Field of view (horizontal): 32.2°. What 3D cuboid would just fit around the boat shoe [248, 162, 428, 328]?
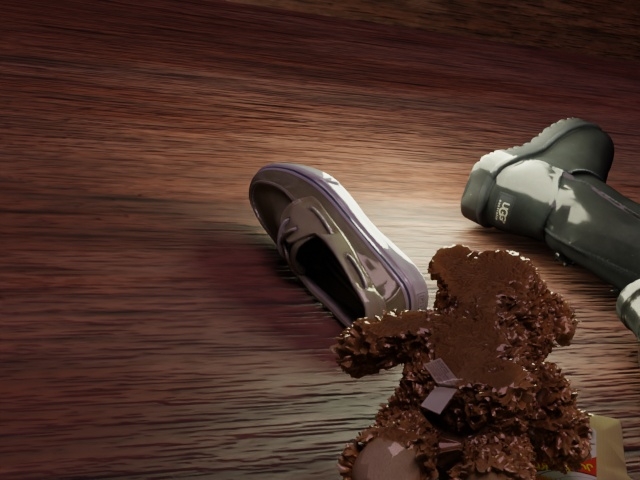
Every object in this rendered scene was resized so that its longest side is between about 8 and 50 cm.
[{"bbox_3d":[0.000,0.000,1.290,0.094,0.109,0.302,-9,36,-41],"label":"boat shoe"}]

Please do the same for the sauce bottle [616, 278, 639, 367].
[{"bbox_3d":[0.423,0.149,1.227,0.111,0.111,0.344,11,25,-14],"label":"sauce bottle"}]

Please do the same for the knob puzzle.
[{"bbox_3d":[0.190,0.218,1.015,0.213,0.030,0.213,5,30,-3],"label":"knob puzzle"}]

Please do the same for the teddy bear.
[{"bbox_3d":[0.132,0.147,1.016,0.245,0.113,0.338,-2,38,2],"label":"teddy bear"}]

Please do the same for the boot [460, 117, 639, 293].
[{"bbox_3d":[0.479,-0.015,1.578,0.445,0.146,0.367,27,35,32],"label":"boot"}]
